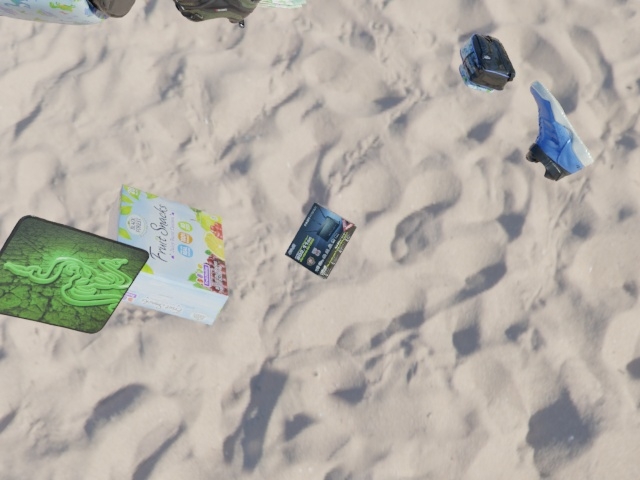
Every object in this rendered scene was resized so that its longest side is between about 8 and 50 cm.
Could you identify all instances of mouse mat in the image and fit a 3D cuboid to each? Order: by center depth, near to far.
[{"bbox_3d":[-0.335,0.050,1.007,0.153,0.189,0.007,-54,46,15],"label":"mouse mat"}]

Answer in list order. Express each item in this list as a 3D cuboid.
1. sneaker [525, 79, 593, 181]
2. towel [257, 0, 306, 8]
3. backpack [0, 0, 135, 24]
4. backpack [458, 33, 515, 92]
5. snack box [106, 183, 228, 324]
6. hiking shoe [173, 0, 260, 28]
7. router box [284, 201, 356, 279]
[{"bbox_3d":[0.339,-0.162,1.172,0.084,0.058,0.152,-33,83,22],"label":"sneaker"},{"bbox_3d":[-0.210,-0.673,1.919,0.324,0.038,0.248,-15,64,-46],"label":"towel"},{"bbox_3d":[-0.635,-0.624,1.803,0.355,0.290,0.273,23,95,-2],"label":"backpack"},{"bbox_3d":[0.345,-0.376,1.638,0.105,0.084,0.114,6,59,-28],"label":"backpack"},{"bbox_3d":[-0.237,0.019,1.181,0.174,0.070,0.207,19,30,-22],"label":"snack box"},{"bbox_3d":[-0.202,-0.373,1.147,0.226,0.114,0.086,14,55,-21],"label":"hiking shoe"},{"bbox_3d":[0.000,0.000,1.483,0.092,0.038,0.122,31,91,33],"label":"router box"}]
